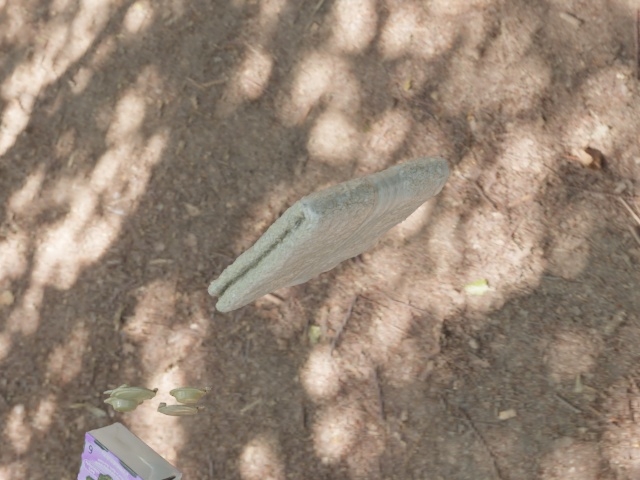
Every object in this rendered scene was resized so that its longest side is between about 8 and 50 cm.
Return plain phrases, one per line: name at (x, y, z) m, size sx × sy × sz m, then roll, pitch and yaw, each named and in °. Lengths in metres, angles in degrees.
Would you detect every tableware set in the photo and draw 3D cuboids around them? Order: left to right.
tableware set at (-0.252, 0.244, 1.232) m, size 0.141 × 0.169 × 0.020 m, roll -42°, pitch 44°, yaw 53°

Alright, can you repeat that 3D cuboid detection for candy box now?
candy box at (-0.317, 0.422, 1.282) m, size 0.165 × 0.070 × 0.196 m, roll 25°, pitch 109°, yaw 34°

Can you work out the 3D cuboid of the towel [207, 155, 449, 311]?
towel at (0.000, 0.000, 0.886) m, size 0.049 × 0.187 × 0.282 m, roll 63°, pitch 146°, yaw 9°
